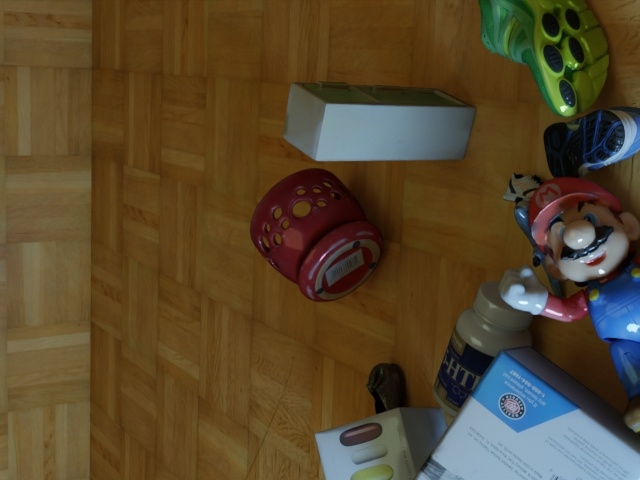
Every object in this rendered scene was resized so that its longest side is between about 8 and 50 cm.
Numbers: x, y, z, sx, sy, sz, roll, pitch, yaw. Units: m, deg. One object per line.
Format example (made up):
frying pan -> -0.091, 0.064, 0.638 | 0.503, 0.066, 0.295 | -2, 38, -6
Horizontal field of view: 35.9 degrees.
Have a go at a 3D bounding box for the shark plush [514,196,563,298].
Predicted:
shark plush -> 0.290, 0.009, 1.321 | 0.073, 0.067, 0.161 | 8, 128, 29

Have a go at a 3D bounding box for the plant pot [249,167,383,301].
plant pot -> 0.000, 0.000, 1.699 | 0.174, 0.191, 0.191 | 49, 133, 33

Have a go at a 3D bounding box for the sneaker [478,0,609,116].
sneaker -> 0.287, -0.279, 1.312 | 0.123, 0.109, 0.296 | 112, 145, -56

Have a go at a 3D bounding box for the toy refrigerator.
toy refrigerator -> 0.089, -0.178, 1.457 | 0.102, 0.269, 0.094 | 40, 126, 50

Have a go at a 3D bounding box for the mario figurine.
mario figurine -> 0.341, 0.058, 1.165 | 0.321, 0.198, 0.170 | 63, 158, 25

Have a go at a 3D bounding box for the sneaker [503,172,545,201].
sneaker -> 0.296, -0.069, 1.358 | 0.109, 0.040, 0.044 | 18, 97, 51

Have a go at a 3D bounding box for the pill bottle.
pill bottle -> 0.238, 0.157, 1.406 | 0.112, 0.112, 0.187 | 45, 130, 46

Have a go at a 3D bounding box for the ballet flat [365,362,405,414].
ballet flat -> 0.121, 0.330, 1.656 | 0.084, 0.058, 0.250 | -22, 74, 57

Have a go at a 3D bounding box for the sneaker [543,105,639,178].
sneaker -> 0.349, -0.121, 1.241 | 0.211, 0.081, 0.080 | 178, 81, -75

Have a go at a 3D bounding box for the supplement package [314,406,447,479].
supplement package -> 0.123, 0.397, 1.487 | 0.145, 0.204, 0.262 | -21, 72, 21

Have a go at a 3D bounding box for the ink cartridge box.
ink cartridge box -> 0.250, 0.322, 1.243 | 0.223, 0.129, 0.308 | 37, 104, 24
